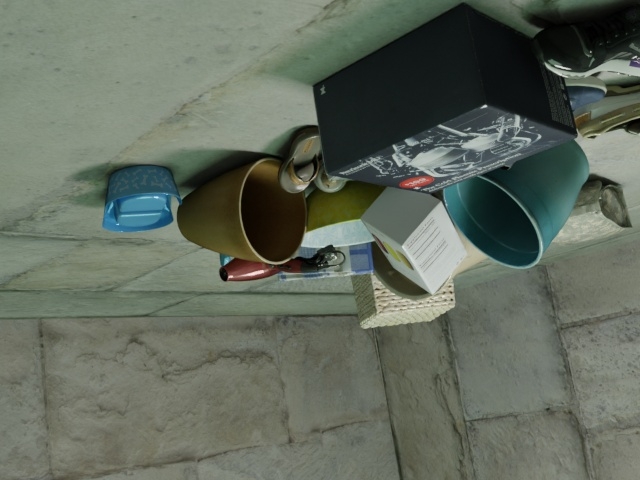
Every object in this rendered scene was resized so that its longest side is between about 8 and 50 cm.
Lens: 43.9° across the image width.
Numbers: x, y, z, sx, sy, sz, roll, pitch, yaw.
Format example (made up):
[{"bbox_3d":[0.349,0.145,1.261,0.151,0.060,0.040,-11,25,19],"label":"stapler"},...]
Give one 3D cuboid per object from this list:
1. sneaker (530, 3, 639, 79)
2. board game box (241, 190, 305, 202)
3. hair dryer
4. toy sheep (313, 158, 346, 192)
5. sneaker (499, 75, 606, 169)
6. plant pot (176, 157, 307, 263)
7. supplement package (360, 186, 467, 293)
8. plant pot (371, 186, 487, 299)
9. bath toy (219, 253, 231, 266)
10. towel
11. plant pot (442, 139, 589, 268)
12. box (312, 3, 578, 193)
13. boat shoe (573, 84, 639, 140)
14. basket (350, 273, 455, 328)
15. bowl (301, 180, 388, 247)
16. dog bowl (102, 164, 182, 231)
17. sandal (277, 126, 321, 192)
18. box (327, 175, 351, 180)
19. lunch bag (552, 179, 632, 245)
[{"bbox_3d":[0.485,-0.349,1.323,0.283,0.107,0.124,-7,153,-25],"label":"sneaker"},{"bbox_3d":[-0.135,-0.107,1.992,0.141,0.048,0.170,-16,165,22],"label":"board game box"},{"bbox_3d":[-0.094,0.044,1.863,0.294,0.080,0.223,-13,-177,-1],"label":"hair dryer"},{"bbox_3d":[0.024,-0.153,1.829,0.091,0.091,0.132,-9,-169,-1],"label":"toy sheep"},{"bbox_3d":[0.411,-0.227,1.618,0.350,0.148,0.131,-14,166,15],"label":"sneaker"},{"bbox_3d":[-0.202,-0.061,1.830,0.254,0.237,0.237,-3,173,35],"label":"plant pot"},{"bbox_3d":[0.215,-0.010,1.801,0.134,0.139,0.244,-49,142,-8],"label":"supplement package"},{"bbox_3d":[0.328,-0.034,2.108,0.306,0.333,0.334,-12,172,-40],"label":"plant pot"},{"bbox_3d":[-0.120,0.008,2.325,0.348,0.129,0.151,-5,-160,-14],"label":"bath toy"},{"bbox_3d":[0.000,0.000,2.142,0.285,0.209,0.034,-5,-174,19],"label":"towel"},{"bbox_3d":[0.464,-0.119,1.806,0.255,0.271,0.271,-41,179,-21],"label":"plant pot"},{"bbox_3d":[0.219,-0.229,1.423,0.343,0.178,0.313,-21,161,41],"label":"box"},{"bbox_3d":[0.679,-0.275,1.696,0.302,0.103,0.113,-8,167,-5],"label":"boat shoe"},{"bbox_3d":[0.303,0.161,2.956,0.328,0.266,0.331,-5,165,-12],"label":"basket"},{"bbox_3d":[0.068,-0.089,1.958,0.290,0.156,0.289,-7,168,-2],"label":"bowl"},{"bbox_3d":[-0.413,-0.093,1.813,0.166,0.074,0.297,-4,166,-19],"label":"dog bowl"},{"bbox_3d":[-0.033,-0.160,1.709,0.090,0.060,0.219,-15,156,-27],"label":"sandal"},{"bbox_3d":[0.172,-0.195,1.732,0.290,0.087,0.169,-2,165,-29],"label":"box"},{"bbox_3d":[0.794,-0.082,2.458,0.235,0.168,0.287,-18,168,35],"label":"lunch bag"}]
